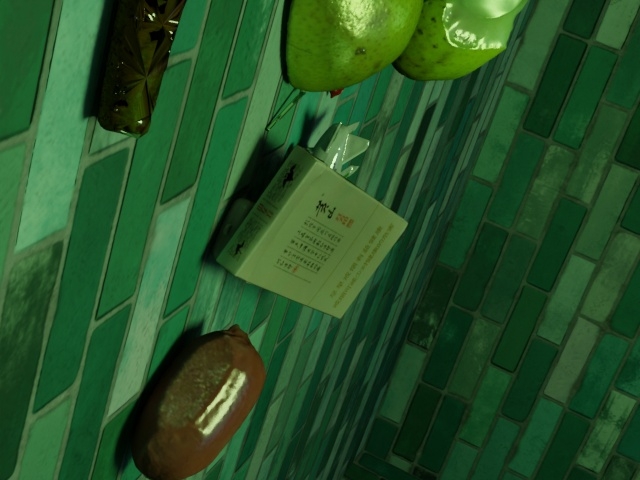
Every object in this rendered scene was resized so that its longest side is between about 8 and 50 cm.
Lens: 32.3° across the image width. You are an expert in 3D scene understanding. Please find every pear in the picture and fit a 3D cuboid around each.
[{"bbox_3d":[0.183,-0.388,1.719,0.176,0.286,0.282,28,93,-33],"label":"pear"},{"bbox_3d":[0.058,-0.354,1.503,0.288,0.139,0.239,-63,158,-16],"label":"pear"}]

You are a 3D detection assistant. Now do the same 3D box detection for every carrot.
[{"bbox_3d":[-0.164,-0.201,1.045,0.069,0.069,0.228,-39,152,-61],"label":"carrot"}]

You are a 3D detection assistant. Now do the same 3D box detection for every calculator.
[{"bbox_3d":[-0.113,-0.012,1.642,0.100,0.032,0.175,-66,166,3],"label":"calculator"}]

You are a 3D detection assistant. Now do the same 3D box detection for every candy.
[{"bbox_3d":[-0.023,-0.221,1.618,0.184,0.049,0.055,-49,154,-25],"label":"candy"}]

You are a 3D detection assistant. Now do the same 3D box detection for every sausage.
[{"bbox_3d":[-0.174,0.237,1.617,0.254,0.148,0.148,-57,165,-27],"label":"sausage"}]

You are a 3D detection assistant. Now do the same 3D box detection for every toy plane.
[{"bbox_3d":[-0.014,-0.079,1.759,0.255,0.101,0.251,-64,167,12],"label":"toy plane"}]

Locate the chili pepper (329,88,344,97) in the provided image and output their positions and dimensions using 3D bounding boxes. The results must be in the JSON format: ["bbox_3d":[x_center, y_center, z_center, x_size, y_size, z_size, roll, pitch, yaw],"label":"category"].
[{"bbox_3d":[0.054,-0.299,1.729,0.059,0.050,0.191,-75,-172,-57],"label":"chili pepper"}]

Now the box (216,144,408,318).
[{"bbox_3d":[-0.001,0.000,1.693,0.204,0.051,0.365,-54,152,4],"label":"box"}]
